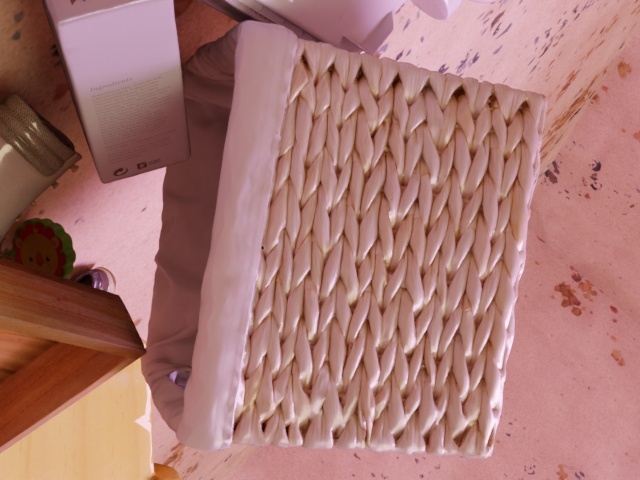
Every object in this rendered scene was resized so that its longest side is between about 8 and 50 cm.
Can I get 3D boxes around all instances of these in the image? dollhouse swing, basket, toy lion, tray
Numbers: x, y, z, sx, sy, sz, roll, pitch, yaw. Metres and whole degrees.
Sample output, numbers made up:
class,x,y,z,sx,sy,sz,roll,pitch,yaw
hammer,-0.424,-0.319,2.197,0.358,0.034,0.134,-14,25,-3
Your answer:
class,x,y,z,sx,sy,sz,roll,pitch,yaw
dollhouse swing,-0.370,0.251,1.209,0.347,0.304,0.315,-9,-179,-32
basket,0.000,0.000,0.948,0.328,0.267,0.331,-168,-95,-74
toy lion,-0.279,0.027,1.040,0.100,0.096,0.034,-8,-173,31
tray,-0.333,0.086,0.829,0.203,0.076,0.411,-35,158,11

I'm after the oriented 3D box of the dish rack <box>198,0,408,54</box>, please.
class,x,y,z,sx,sy,sz,roll,pitch,yaw
dish rack,0.045,-0.265,0.837,0.285,0.072,0.333,-50,165,11

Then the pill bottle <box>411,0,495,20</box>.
class,x,y,z,sx,sy,sz,roll,pitch,yaw
pill bottle,0.201,-0.369,1.187,0.264,0.146,0.146,-44,165,-6

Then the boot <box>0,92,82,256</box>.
class,x,y,z,sx,sy,sz,roll,pitch,yaw
boot,-0.274,-0.028,0.910,0.165,0.077,0.213,-46,166,-10

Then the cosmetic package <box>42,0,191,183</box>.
class,x,y,z,sx,sy,sz,roll,pitch,yaw
cosmetic package,-0.156,-0.150,0.794,0.086,0.117,0.231,-18,160,-12

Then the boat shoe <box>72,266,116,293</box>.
class,x,y,z,sx,sy,sz,roll,pitch,yaw
boat shoe,-0.297,0.093,1.221,0.152,0.056,0.049,-57,160,4
